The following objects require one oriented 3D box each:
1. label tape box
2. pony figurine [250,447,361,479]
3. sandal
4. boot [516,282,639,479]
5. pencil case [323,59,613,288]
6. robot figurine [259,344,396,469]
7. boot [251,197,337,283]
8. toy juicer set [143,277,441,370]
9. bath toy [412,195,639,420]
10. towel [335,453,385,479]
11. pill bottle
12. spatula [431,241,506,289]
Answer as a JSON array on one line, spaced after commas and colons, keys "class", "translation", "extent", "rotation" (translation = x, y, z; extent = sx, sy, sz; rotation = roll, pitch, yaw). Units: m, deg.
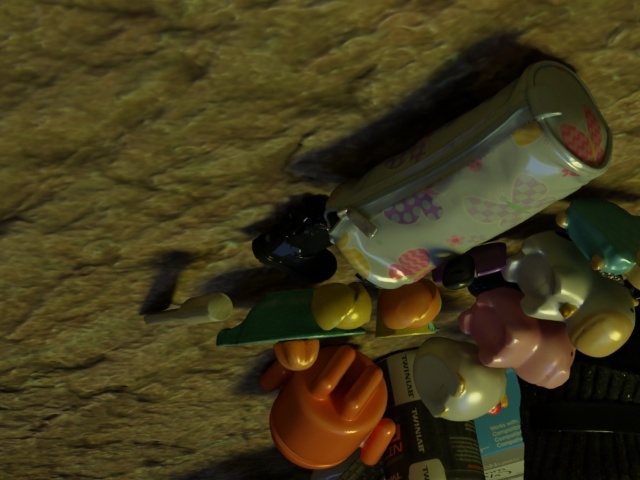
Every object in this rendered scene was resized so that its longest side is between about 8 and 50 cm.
[{"class": "label tape box", "translation": [0.277, 0.270, 1.998], "extent": [0.241, 0.105, 0.334], "rotation": [-21, 153, 22]}, {"class": "pony figurine", "translation": [-0.008, 0.485, 2.218], "extent": [0.351, 0.302, 0.363], "rotation": [0, 170, 1]}, {"class": "sandal", "translation": [0.259, 0.037, 1.577], "extent": [0.179, 0.040, 0.067], "rotation": [0, 136, 13]}, {"class": "boot", "translation": [0.401, 0.187, 1.677], "extent": [0.348, 0.260, 0.131], "rotation": [-10, 155, 3]}, {"class": "pencil case", "translation": [0.129, -0.057, 1.240], "extent": [0.124, 0.113, 0.273], "rotation": [28, 138, -35]}, {"class": "robot figurine", "translation": [0.009, 0.219, 1.758], "extent": [0.158, 0.128, 0.219], "rotation": [4, 150, -18]}, {"class": "boot", "translation": [0.000, 0.000, 1.399], "extent": [0.099, 0.045, 0.121], "rotation": [-31, 146, 35]}, {"class": "toy juicer set", "translation": [-0.023, 0.096, 1.476], "extent": [0.329, 0.089, 0.209], "rotation": [-4, 176, -8]}, {"class": "bath toy", "translation": [0.244, 0.095, 1.527], "extent": [0.129, 0.151, 0.348], "rotation": [-9, 152, -42]}, {"class": "towel", "translation": [0.104, 0.458, 2.039], "extent": [0.283, 0.235, 0.121], "rotation": [-45, -170, -10]}, {"class": "pill bottle", "translation": [0.144, 0.275, 1.794], "extent": [0.130, 0.245, 0.130], "rotation": [-8, 155, -4]}, {"class": "spatula", "translation": [0.144, 0.027, 1.377], "extent": [0.084, 0.030, 0.296], "rotation": [-12, 180, 10]}]
